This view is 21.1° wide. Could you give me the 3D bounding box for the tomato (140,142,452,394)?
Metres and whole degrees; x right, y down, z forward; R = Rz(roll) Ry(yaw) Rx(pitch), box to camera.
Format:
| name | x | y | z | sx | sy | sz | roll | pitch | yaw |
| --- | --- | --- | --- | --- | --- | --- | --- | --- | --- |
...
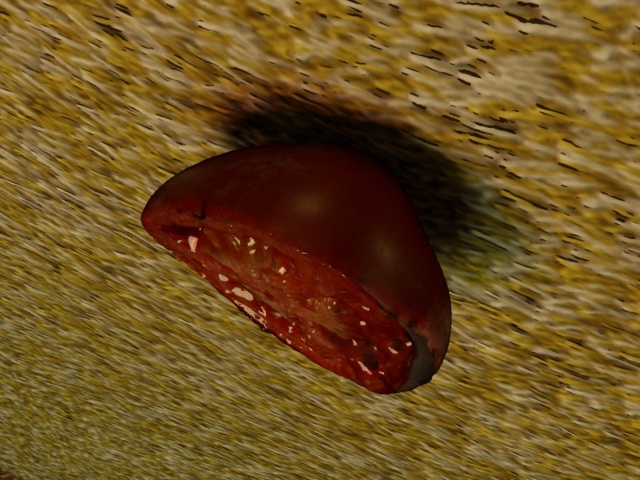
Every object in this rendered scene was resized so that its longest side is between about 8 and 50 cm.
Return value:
| name | x | y | z | sx | sy | sz | roll | pitch | yaw |
| --- | --- | --- | --- | --- | --- | --- | --- | --- | --- |
| tomato | 0.007 | 0.004 | 0.837 | 0.166 | 0.082 | 0.174 | 40 | 163 | -22 |
